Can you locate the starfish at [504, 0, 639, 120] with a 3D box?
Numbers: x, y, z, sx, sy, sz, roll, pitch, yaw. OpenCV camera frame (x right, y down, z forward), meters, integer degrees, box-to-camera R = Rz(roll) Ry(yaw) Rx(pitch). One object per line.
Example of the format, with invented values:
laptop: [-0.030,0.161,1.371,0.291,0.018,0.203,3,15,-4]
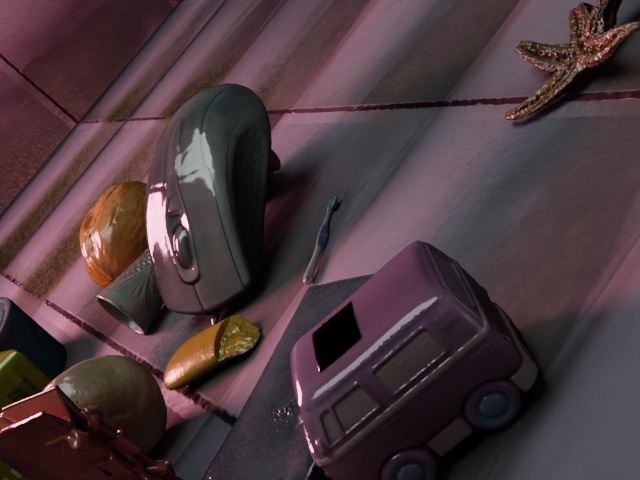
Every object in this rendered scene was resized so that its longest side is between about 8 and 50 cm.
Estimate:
starfish: [0.291,-0.213,1.184,0.213,0.057,0.238,-55,19,3]

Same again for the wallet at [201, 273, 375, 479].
wallet: [-0.032,0.194,1.111,0.191,0.046,0.379,-14,39,51]

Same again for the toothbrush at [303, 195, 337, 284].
toothbrush: [0.000,0.000,1.398,0.017,0.014,0.162,-51,15,47]

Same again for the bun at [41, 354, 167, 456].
bun: [-0.269,0.236,1.329,0.167,0.173,0.113,-21,44,-23]

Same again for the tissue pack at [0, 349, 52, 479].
tissue pack: [-0.503,0.309,1.541,0.274,0.167,0.200,-50,16,-25]

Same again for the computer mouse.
computer mouse: [-0.168,-0.062,1.511,0.188,0.122,0.370,-17,66,39]

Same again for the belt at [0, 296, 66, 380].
belt: [-0.615,0.298,1.781,0.300,0.173,0.436,-12,42,49]

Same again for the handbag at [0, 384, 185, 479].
handbag: [-0.256,0.253,1.188,0.157,0.212,0.059,-25,32,41]

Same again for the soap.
soap: [-0.145,0.142,1.397,0.168,0.033,0.089,-33,30,29]

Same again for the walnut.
walnut: [-0.320,-0.005,1.782,0.159,0.159,0.206,-31,28,33]

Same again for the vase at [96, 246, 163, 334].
vase: [-0.244,0.035,1.667,0.219,0.096,0.096,-52,24,-18]

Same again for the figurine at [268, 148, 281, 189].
figurine: [-0.132,-0.103,1.658,0.138,0.125,0.125,-31,26,55]

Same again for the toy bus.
toy bus: [0.069,0.116,0.936,0.202,0.142,0.142,-42,24,12]
